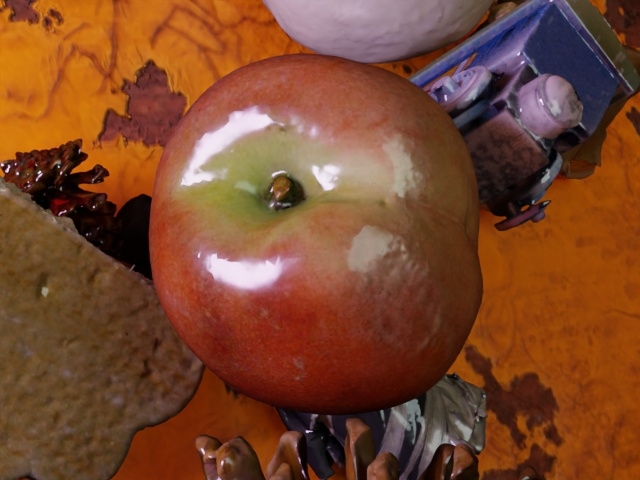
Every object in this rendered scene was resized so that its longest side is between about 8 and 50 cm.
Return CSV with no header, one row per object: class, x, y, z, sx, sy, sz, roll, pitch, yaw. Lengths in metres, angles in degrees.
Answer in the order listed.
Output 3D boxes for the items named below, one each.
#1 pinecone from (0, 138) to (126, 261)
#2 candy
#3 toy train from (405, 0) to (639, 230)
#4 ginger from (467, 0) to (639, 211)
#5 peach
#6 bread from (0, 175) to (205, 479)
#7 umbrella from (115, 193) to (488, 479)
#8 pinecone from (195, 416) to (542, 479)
pinecone,-0.191,-0.018,1.292,0.102,0.102,0.109,-61,138,-36
candy,0.056,-0.291,1.538,0.295,0.185,0.295,14,69,-40
toy train,0.102,-0.075,1.422,0.131,0.300,0.202,49,41,-13
ginger,0.223,-0.152,1.660,0.270,0.123,0.218,-33,119,-46
peach,0.000,0.000,1.230,0.252,0.252,0.252,16,64,-35
bread,-0.212,0.079,1.213,0.286,0.056,0.207,42,77,-38
umbrella,-0.023,0.087,1.401,0.358,0.106,0.113,36,44,-15
pinecone,0.017,0.283,1.211,0.384,0.384,0.384,16,64,-35
